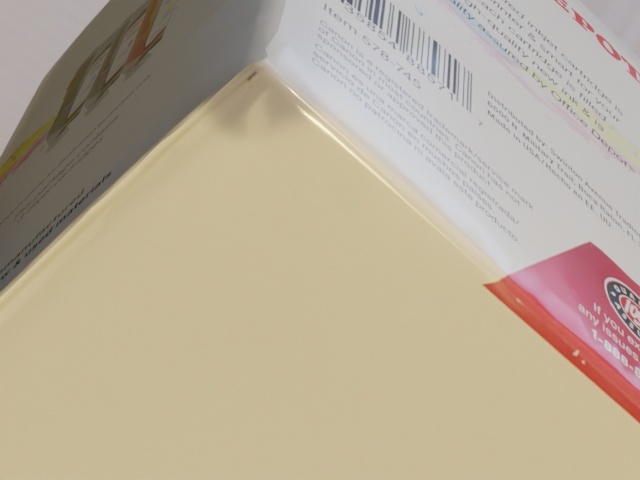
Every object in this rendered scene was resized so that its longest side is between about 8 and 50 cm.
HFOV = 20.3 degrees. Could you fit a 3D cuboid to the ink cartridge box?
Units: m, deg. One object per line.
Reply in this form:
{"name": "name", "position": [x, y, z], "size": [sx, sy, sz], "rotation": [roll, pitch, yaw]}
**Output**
{"name": "ink cartridge box", "position": [0.000, 0.000, 0.414], "size": [0.127, 0.128, 0.176], "rotation": [-41, -162, 26]}
